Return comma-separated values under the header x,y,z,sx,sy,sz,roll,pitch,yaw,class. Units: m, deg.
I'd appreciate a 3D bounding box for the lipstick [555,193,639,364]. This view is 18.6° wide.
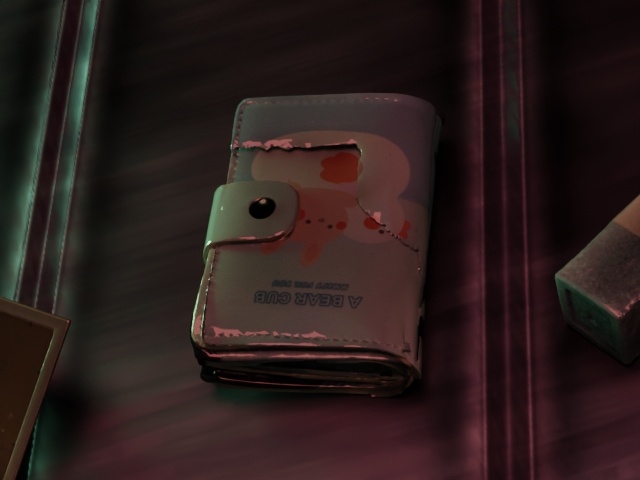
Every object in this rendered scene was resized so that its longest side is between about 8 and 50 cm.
x,y,z,sx,sy,sz,roll,pitch,yaw,class
0.309,-0.042,1.449,0.317,0.066,0.068,-41,53,-16,lipstick

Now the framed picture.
x,y,z,sx,sy,sz,roll,pitch,yaw,class
-0.274,0.128,1.484,0.142,0.011,0.183,16,85,26,framed picture

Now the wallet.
x,y,z,sx,sy,sz,roll,pitch,yaw,class
0.000,0.000,1.508,0.176,0.075,0.250,1,54,10,wallet
